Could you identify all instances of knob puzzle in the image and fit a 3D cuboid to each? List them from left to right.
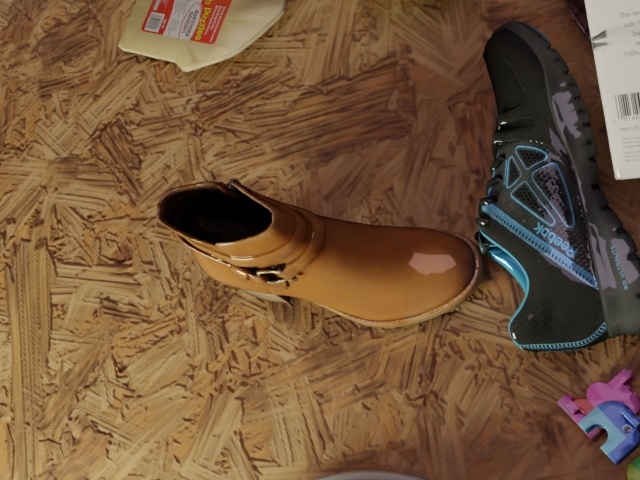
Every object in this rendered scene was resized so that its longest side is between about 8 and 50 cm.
[{"bbox_3d":[-0.123,-0.282,1.404,0.213,0.030,0.213,-7,69,18],"label":"knob puzzle"}]

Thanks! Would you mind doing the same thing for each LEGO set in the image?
[{"bbox_3d":[0.314,0.189,1.041,0.093,0.087,0.227,-43,64,3],"label":"LEGO set"}]

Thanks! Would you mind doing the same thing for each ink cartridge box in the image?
[{"bbox_3d":[0.330,-0.175,1.053,0.160,0.092,0.219,-4,105,32],"label":"ink cartridge box"}]

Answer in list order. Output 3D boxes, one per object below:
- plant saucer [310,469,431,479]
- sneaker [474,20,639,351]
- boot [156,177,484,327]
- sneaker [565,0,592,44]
[{"bbox_3d":[0.021,0.398,1.056,0.400,0.100,0.400,-9,68,23],"label":"plant saucer"},{"bbox_3d":[0.202,-0.058,1.144,0.140,0.125,0.340,-19,66,9],"label":"sneaker"},{"bbox_3d":[0.000,0.000,1.150,0.283,0.220,0.109,7,74,23],"label":"boot"},{"bbox_3d":[0.263,-0.279,1.158,0.106,0.162,0.281,-43,51,4],"label":"sneaker"}]
